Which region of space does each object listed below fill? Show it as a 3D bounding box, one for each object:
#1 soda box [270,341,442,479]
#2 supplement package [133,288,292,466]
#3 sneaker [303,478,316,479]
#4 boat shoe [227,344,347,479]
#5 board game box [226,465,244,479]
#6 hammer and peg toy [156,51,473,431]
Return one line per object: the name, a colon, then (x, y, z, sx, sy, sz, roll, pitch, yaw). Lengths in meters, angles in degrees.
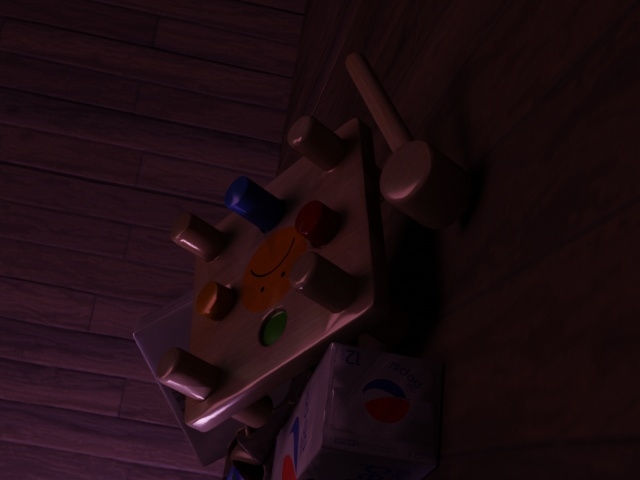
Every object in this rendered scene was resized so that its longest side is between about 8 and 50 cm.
soda box: (0.021, 0.189, 0.891, 0.286, 0.098, 0.091, 115, 164, -61)
supplement package: (-0.131, 0.161, 1.385, 0.199, 0.198, 0.262, 63, 171, -4)
sneaker: (-0.010, 0.292, 0.735, 0.202, 0.185, 0.483, -44, 2, -21)
boat shoe: (-0.040, 0.245, 1.145, 0.132, 0.130, 0.355, 111, 168, -54)
board game box: (-0.101, 0.485, 1.416, 0.233, 0.078, 0.347, 114, 163, -60)
hammer and peg toy: (0.000, 0.000, 0.944, 0.361, 0.127, 0.266, -36, 37, 29)
